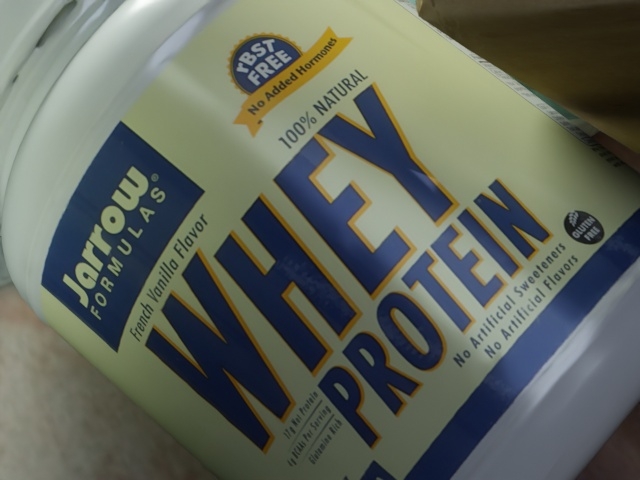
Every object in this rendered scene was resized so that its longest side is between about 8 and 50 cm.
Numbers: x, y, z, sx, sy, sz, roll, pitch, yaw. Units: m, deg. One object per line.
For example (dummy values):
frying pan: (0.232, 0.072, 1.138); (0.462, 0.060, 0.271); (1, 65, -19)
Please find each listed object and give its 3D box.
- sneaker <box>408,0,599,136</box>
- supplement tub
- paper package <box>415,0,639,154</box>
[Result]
sneaker: (0.019, -0.175, 0.783); (0.366, 0.150, 0.135); (14, 60, 0)
supplement tub: (0.000, 0.000, 0.635); (0.325, 0.235, 0.235); (39, 64, 14)
paper package: (0.237, -0.137, 0.543); (0.309, 0.325, 0.168); (0, 82, 35)
